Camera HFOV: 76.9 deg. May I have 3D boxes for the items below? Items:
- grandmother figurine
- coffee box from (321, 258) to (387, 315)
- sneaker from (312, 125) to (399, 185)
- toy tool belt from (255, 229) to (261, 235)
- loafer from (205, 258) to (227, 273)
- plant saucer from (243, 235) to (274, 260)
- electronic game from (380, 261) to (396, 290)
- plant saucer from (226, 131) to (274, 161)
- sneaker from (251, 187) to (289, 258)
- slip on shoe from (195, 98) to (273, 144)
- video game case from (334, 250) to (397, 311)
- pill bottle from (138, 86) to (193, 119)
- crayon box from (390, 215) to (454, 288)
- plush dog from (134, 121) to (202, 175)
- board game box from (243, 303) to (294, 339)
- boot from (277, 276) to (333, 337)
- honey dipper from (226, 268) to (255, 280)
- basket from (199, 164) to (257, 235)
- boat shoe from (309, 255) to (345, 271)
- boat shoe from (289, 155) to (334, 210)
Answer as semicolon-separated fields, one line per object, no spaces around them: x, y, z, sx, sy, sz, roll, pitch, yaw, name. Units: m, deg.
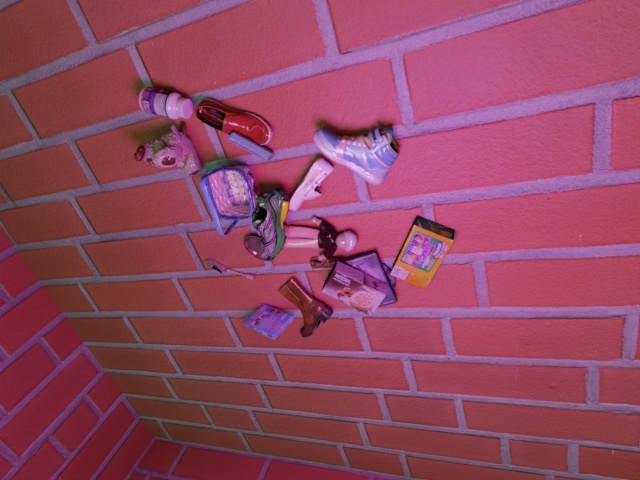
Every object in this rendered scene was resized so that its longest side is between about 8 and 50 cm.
0.000;0.000;1.780;0.342;0.104;0.208;2;126;22;grandmother figurine
0.148;0.206;1.760;0.246;0.098;0.141;27;120;-3;coffee box
0.146;-0.363;1.470;0.319;0.127;0.208;29;130;-11;sneaker
-0.281;-0.060;1.878;0.051;0.052;0.083;25;140;64;toy tool belt
-0.555;0.136;2.119;0.125;0.039;0.045;24;128;4;loafer
-0.287;0.032;1.937;0.168;0.029;0.168;16;141;13;plant saucer
0.230;0.188;1.847;0.229;0.048;0.229;5;120;10;electronic game
-0.280;-0.381;1.631;0.192;0.018;0.067;24;157;-27;plant saucer
-0.237;-0.065;1.740;0.134;0.146;0.344;44;136;42;sneaker
-0.348;-0.464;1.606;0.331;0.101;0.123;24;126;3;slip on shoe
0.206;0.190;1.811;0.196;0.026;0.274;-18;114;21;video game case
-0.627;-0.557;1.646;0.193;0.108;0.108;16;126;10;pill bottle
0.417;0.053;1.665;0.165;0.081;0.278;22;127;6;crayon box
-0.669;-0.385;1.732;0.225;0.262;0.211;-9;85;15;plush dog
-0.265;0.415;2.080;0.211;0.160;0.039;13;129;37;board game box
-0.112;0.348;2.059;0.280;0.096;0.264;39;133;-2;boot
-0.417;0.175;2.100;0.160;0.030;0.031;13;126;15;honey dipper
-0.384;-0.191;1.680;0.201;0.289;0.255;1;121;22;basket
0.028;0.098;1.855;0.178;0.064;0.060;-11;119;30;boat shoe
-0.039;-0.211;1.655;0.096;0.098;0.277;35;126;-3;boat shoe
